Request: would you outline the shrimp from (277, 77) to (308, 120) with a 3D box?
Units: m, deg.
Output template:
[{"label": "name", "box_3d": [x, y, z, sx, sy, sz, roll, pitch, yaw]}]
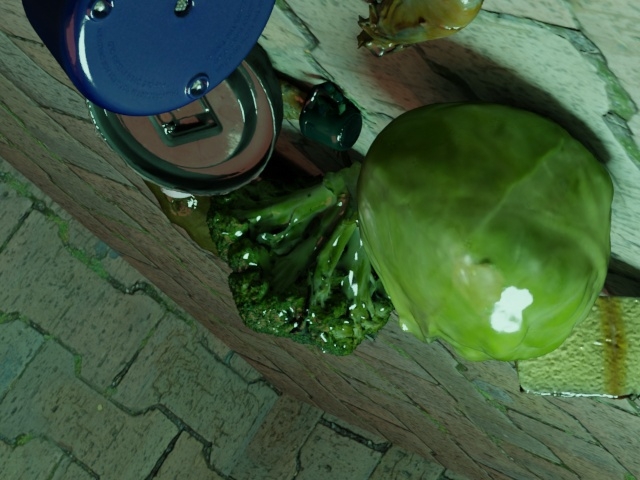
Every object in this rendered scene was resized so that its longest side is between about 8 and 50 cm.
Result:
[{"label": "shrimp", "box_3d": [-0.061, -0.186, 2.104, 0.091, 0.043, 0.184, 35, 166, -26]}]

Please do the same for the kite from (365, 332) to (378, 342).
[{"label": "kite", "box_3d": [0.079, 0.053, 2.342, 0.250, 0.229, 0.012, -7, 152, 2]}]

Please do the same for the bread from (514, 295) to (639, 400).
[{"label": "bread", "box_3d": [0.365, 0.151, 1.958, 0.240, 0.135, 0.178, 1, 166, 5]}]

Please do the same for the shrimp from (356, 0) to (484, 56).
[{"label": "shrimp", "box_3d": [0.067, -0.251, 1.522, 0.152, 0.063, 0.287, 38, 163, -11]}]

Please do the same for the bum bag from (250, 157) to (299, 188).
[{"label": "bum bag", "box_3d": [-0.097, -0.096, 2.435, 0.326, 0.079, 0.142, 36, 164, -5]}]

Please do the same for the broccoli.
[{"label": "broccoli", "box_3d": [0.000, 0.000, 2.213, 0.304, 0.321, 0.283, 46, 133, 11]}]

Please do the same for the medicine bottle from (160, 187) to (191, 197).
[{"label": "medicine bottle", "box_3d": [-0.209, -0.165, 2.194, 0.078, 0.115, 0.219, 24, 135, 31]}]

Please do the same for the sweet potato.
[{"label": "sweet potato", "box_3d": [-0.225, -0.125, 2.360, 0.130, 0.130, 0.422, 15, 139, 54]}]

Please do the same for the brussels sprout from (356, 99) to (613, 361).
[{"label": "brussels sprout", "box_3d": [0.187, -0.014, 1.707, 0.328, 0.247, 0.328, 50, 164, 19]}]

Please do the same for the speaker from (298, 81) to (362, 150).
[{"label": "speaker", "box_3d": [0.009, -0.161, 1.990, 0.075, 0.060, 0.094, 24, 164, 29]}]

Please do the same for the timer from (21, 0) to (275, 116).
[{"label": "timer", "box_3d": [-0.255, -0.336, 1.654, 0.383, 0.270, 0.270, 40, 173, 34]}]

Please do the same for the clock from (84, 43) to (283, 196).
[{"label": "clock", "box_3d": [-0.182, -0.187, 2.047, 0.281, 0.055, 0.280, 12, 130, 15]}]
